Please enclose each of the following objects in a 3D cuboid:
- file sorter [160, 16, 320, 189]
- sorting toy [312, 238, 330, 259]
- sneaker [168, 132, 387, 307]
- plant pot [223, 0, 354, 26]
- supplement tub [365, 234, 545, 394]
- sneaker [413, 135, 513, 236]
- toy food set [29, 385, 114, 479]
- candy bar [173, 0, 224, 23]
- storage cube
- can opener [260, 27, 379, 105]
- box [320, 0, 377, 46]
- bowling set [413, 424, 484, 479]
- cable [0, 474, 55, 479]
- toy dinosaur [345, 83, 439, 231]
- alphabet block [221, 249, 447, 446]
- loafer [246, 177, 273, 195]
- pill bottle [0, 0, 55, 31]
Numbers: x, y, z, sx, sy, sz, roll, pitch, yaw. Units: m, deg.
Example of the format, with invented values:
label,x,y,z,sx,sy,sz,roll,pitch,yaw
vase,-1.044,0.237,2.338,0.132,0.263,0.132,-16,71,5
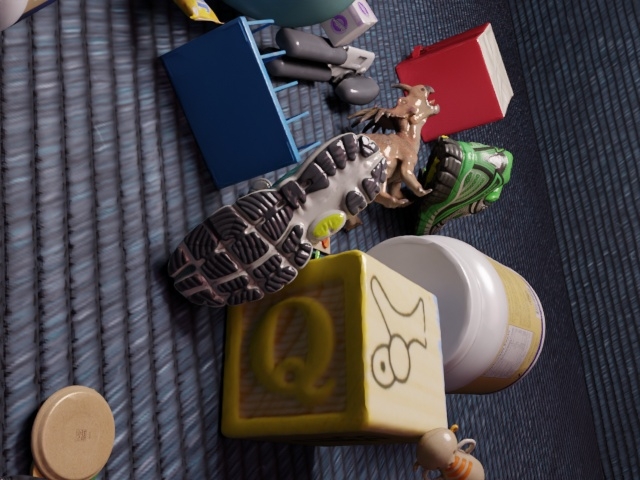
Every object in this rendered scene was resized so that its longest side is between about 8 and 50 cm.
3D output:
label,x,y,z,sx,sy,sz,roll,pitch,yaw
file sorter,-0.089,-0.170,0.760,0.170,0.118,0.104,68,27,-13
sorting toy,0.000,0.000,0.935,0.062,0.012,0.083,26,56,-53
sneaker,-0.044,-0.019,0.702,0.275,0.110,0.107,-34,100,-16
plant pot,-0.048,-0.414,0.778,0.235,0.293,0.293,36,48,-63
supplement tub,0.203,0.125,0.996,0.331,0.241,0.241,21,61,-54
sneaker,0.257,-0.081,1.168,0.343,0.146,0.134,101,-4,-78
toy food set,-0.206,0.164,0.519,0.082,0.020,0.083,-2,79,-59
candy bar,-0.169,-0.296,0.704,0.040,0.018,0.161,-17,62,-47
storage cube,0.313,-0.365,1.428,0.215,0.193,0.184,66,32,-18
can opener,0.020,-0.273,1.000,0.095,0.076,0.283,53,29,11
box,-0.030,-0.456,0.953,0.324,0.067,0.063,58,32,-4
bowling set,0.085,0.343,0.635,0.154,0.287,0.200,48,1,-39
cable,-0.197,0.262,0.462,0.184,0.047,0.150,42,50,-45
toy dinosaur,0.082,-0.142,1.031,0.295,0.127,0.200,-24,87,-38
alphabet block,0.020,0.141,0.735,0.197,0.193,0.192,31,51,-50
loafer,-0.071,-0.017,0.805,0.039,0.045,0.125,6,79,-76
pill bottle,-0.259,-0.250,0.475,0.153,0.153,0.265,58,36,-27
